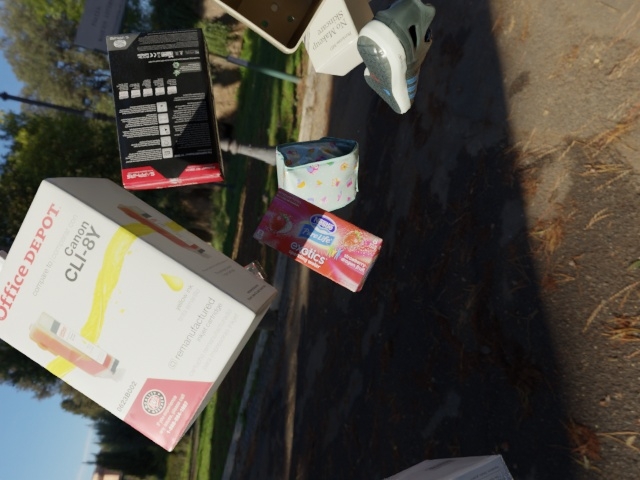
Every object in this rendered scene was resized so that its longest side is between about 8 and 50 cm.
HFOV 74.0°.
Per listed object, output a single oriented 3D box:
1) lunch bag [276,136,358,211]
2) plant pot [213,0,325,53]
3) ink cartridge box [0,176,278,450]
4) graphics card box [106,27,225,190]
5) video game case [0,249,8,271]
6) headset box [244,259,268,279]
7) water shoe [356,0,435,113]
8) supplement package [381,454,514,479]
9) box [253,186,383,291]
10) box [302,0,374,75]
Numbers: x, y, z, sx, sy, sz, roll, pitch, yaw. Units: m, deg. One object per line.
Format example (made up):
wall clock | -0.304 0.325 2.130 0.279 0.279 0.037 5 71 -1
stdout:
lunch bag | 0.000 -0.206 1.375 0.160 0.262 0.223 -118 19 -45
plant pot | -0.050 -0.276 0.475 0.109 0.109 0.096 -57 11 6
ink cartridge box | -0.315 0.109 0.718 0.279 0.385 0.160 -58 -3 9
graphics card box | -0.376 -0.318 1.046 0.094 0.233 0.370 159 102 -85
video game case | -0.654 0.133 0.905 0.173 0.190 0.022 -33 25 13
headset box | -0.209 0.105 1.268 0.083 0.062 0.032 -32 -2 17
water shoe | 0.098 -0.206 0.488 0.080 0.073 0.203 -44 -4 11
supplement package | 0.116 0.375 0.513 0.262 0.204 0.145 100 150 -62
box | 0.000 0.000 0.946 0.128 0.257 0.122 -62 -12 -1
box | 0.002 -0.453 0.770 0.113 0.094 0.275 -26 86 40
